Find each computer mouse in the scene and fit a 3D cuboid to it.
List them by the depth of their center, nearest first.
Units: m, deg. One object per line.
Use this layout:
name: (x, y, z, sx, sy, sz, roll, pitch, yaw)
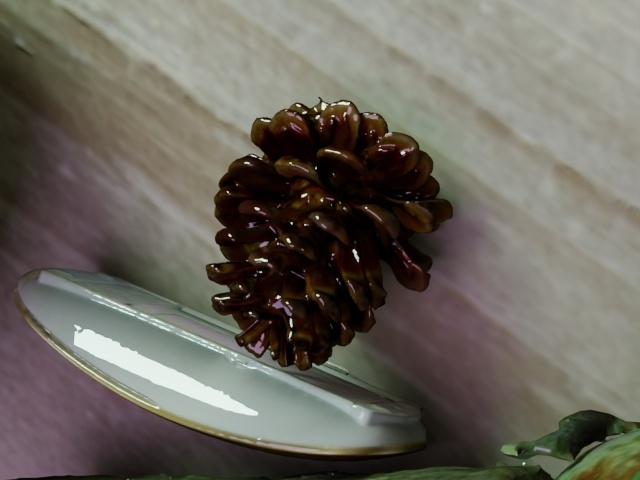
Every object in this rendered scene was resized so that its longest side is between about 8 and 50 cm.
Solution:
computer mouse: (-0.048, 0.061, 0.676, 0.199, 0.102, 0.044, 21, 93, 20)

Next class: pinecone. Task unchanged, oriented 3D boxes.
pinecone: (-0.001, 0.001, 0.633, 0.102, 0.102, 0.109, 22, 79, 20)

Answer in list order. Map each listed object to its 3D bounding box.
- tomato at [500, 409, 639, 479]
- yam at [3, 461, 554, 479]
tomato: (0.187, 0.180, 0.467, 0.304, 0.303, 0.239, 3, 94, 26)
yam: (-0.042, 0.193, 0.653, 0.300, 0.195, 0.195, -7, 101, 29)
